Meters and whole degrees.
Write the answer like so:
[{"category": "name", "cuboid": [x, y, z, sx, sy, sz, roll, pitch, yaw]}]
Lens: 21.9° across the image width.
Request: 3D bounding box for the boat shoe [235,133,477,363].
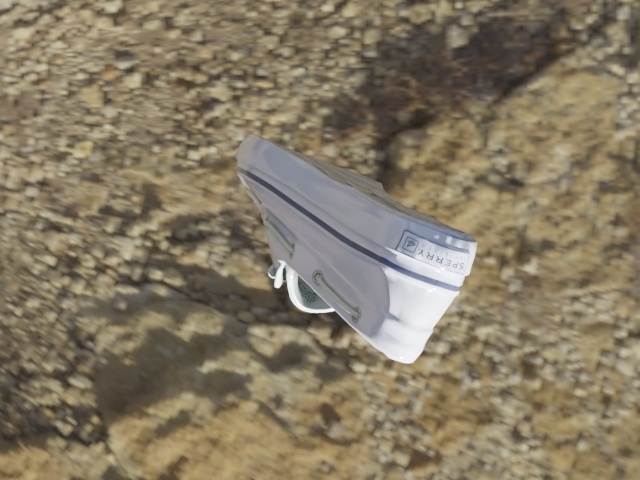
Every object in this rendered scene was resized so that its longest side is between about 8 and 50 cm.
[{"category": "boat shoe", "cuboid": [0.000, 0.000, 0.873, 0.083, 0.226, 0.075, 20, 96, -23]}]
